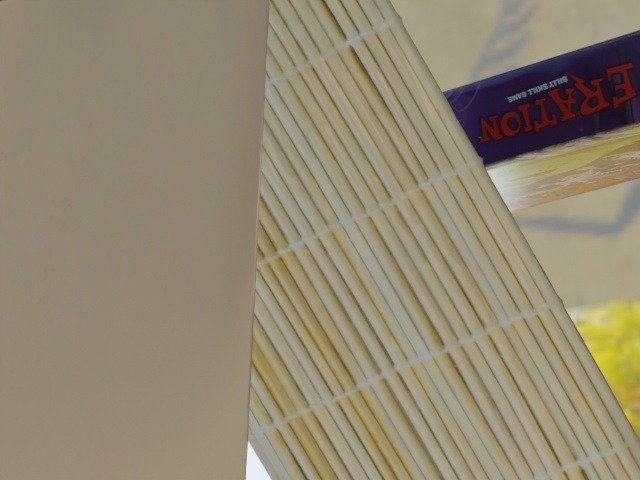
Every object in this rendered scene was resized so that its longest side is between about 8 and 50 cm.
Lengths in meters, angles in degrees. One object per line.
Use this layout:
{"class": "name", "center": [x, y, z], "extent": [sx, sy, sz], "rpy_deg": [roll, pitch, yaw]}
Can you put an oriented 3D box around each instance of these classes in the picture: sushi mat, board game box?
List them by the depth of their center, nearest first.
{"class": "sushi mat", "center": [0.000, 0.000, 0.791], "extent": [0.316, 0.151, 0.019], "rpy_deg": [60, -163, -10]}
{"class": "board game box", "center": [0.080, -0.042, 1.011], "extent": [0.208, 0.346, 0.056], "rpy_deg": [-8, -96, -61]}

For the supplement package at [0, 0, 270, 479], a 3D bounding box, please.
{"class": "supplement package", "center": [-0.134, 0.056, 0.448], "extent": [0.177, 0.175, 0.293], "rpy_deg": [-33, -45, -49]}
